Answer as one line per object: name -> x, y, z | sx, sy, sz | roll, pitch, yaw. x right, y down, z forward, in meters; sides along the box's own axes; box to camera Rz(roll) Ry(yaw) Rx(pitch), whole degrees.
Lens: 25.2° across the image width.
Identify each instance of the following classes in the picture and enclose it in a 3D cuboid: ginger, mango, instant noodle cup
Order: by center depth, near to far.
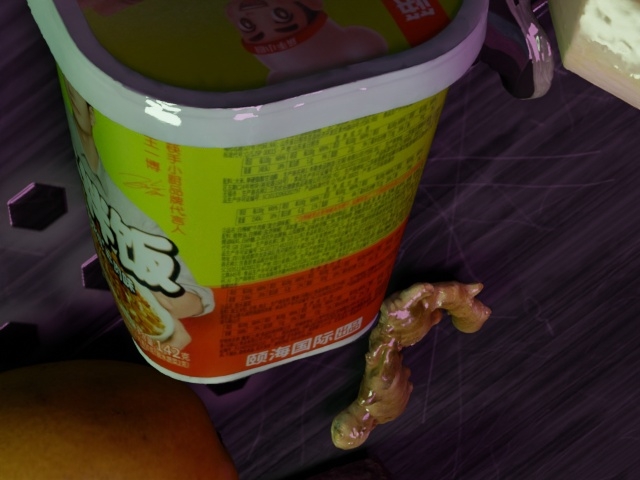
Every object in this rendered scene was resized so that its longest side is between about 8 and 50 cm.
instant noodle cup -> -0.051, -0.078, 0.965 | 0.294, 0.294, 0.308 | -17, 143, -18
mango -> -0.220, 0.204, 1.172 | 0.317, 0.173, 0.211 | -4, 111, -20
ginger -> 0.075, 0.107, 1.367 | 0.193, 0.052, 0.176 | -35, 140, -10

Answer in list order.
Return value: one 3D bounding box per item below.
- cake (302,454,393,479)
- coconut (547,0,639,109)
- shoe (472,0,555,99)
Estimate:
cake -> -0.036, 0.301, 1.470 | 0.295, 0.113, 0.116 | -9, 133, -8
coconut -> 0.271, -0.217, 1.058 | 0.259, 0.259, 0.259 | -18, 137, -18
shoe -> 0.121, -0.165, 1.121 | 0.099, 0.071, 0.169 | -28, 135, -2
